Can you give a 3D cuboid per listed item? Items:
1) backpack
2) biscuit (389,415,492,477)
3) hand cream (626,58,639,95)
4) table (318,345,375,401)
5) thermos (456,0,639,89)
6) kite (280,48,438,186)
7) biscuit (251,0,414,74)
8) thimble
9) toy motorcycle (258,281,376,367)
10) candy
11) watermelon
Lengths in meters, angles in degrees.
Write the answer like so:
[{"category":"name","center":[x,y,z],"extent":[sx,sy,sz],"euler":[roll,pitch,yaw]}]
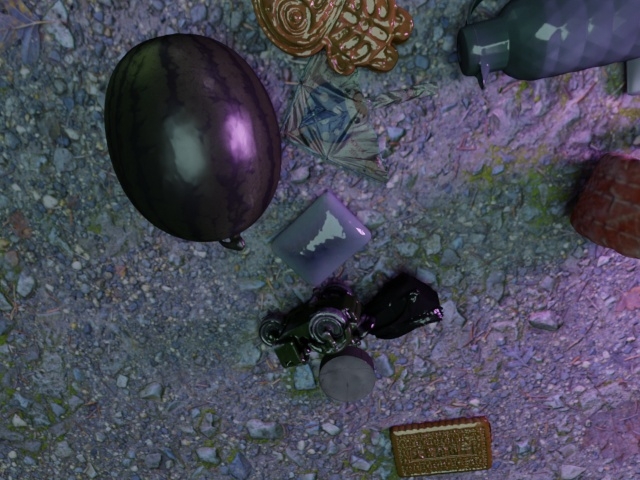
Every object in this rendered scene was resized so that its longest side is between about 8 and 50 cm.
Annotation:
[{"category":"backpack","center":[0.164,0.142,0.916],"extent":[0.165,0.105,0.120],"euler":[-32,129,31]},{"category":"biscuit","center":[0.313,0.536,1.103],"extent":[0.255,0.029,0.172],"euler":[-10,110,6]},{"category":"hand cream","center":[0.552,-0.377,0.722],"extent":[0.080,0.048,0.255],"euler":[-14,113,14]},{"category":"table","center":[0.063,0.317,1.022],"extent":[0.134,0.043,0.133],"euler":[1,111,3]},{"category":"thermos","center":[0.368,-0.353,0.696],"extent":[0.287,0.145,0.182],"euler":[-9,78,8]},{"category":"kite","center":[0.065,-0.253,0.815],"extent":[0.315,0.011,0.335],"euler":[-16,110,9]},{"category":"biscuit","center":[0.018,-0.397,0.738],"extent":[0.289,0.044,0.202],"euler":[33,109,-3]},{"category":"thimble","center":[0.579,-0.053,0.750],"extent":[0.239,0.239,0.162],"euler":[12,110,-2]},{"category":"toy motorcycle","center":[-0.017,0.191,0.892],"extent":[0.275,0.205,0.127],"euler":[-32,101,17]},{"category":"candy","center":[0.000,0.000,0.885],"extent":[0.174,0.071,0.138],"euler":[-43,103,16]},{"category":"watermelon","center":[-0.203,-0.152,0.726],"extent":[0.279,0.279,0.359],"euler":[-4,114,5]}]
